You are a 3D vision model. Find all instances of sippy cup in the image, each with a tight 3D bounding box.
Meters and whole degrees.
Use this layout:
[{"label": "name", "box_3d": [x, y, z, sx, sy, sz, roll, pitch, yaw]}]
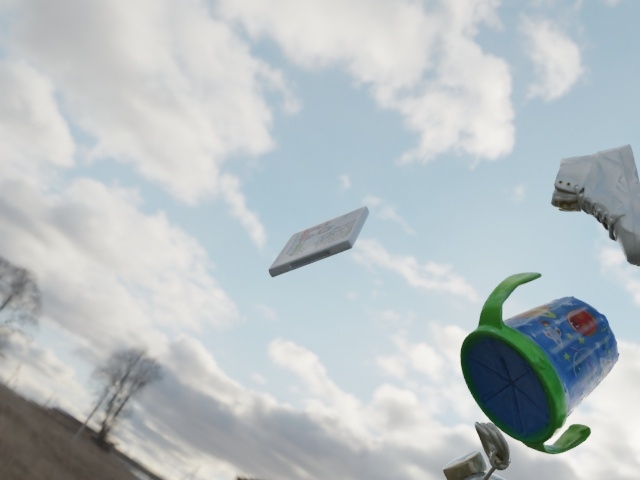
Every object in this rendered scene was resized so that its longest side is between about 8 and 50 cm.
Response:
[{"label": "sippy cup", "box_3d": [0.416, 0.220, 1.617, 0.240, 0.224, 0.305, 42, -35, 36]}]

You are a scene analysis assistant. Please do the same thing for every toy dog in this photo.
[{"label": "toy dog", "box_3d": [0.275, 0.474, 1.543, 0.220, 0.161, 0.333, 56, -11, 25]}]

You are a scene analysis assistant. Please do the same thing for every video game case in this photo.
[{"label": "video game case", "box_3d": [0.000, 0.000, 1.406, 0.143, 0.157, 0.019, -21, -75, 20]}]

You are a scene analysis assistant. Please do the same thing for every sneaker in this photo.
[{"label": "sneaker", "box_3d": [0.532, -0.056, 1.684, 0.169, 0.292, 0.108, -8, -45, 14]}]
